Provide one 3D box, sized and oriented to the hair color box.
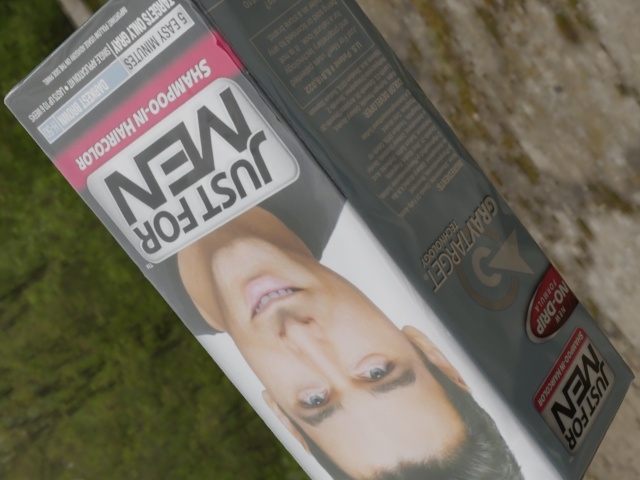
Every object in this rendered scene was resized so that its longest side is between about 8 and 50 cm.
[{"bbox_3d":[0.000,0.000,0.741,0.185,0.113,0.374,-28,104,45],"label":"hair color box"}]
